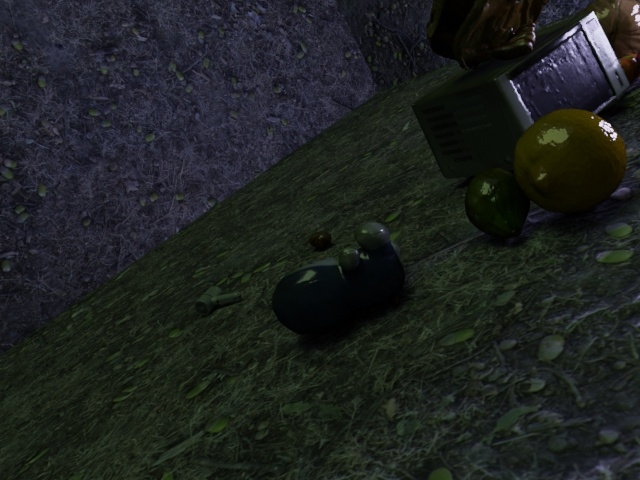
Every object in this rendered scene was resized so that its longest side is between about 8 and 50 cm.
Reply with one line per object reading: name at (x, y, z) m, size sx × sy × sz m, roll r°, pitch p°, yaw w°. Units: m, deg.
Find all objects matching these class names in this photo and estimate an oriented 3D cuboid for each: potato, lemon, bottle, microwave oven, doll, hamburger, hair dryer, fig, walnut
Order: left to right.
hair dryer at (-0.261, 0.152, 1.619) m, size 0.137 × 0.047 × 0.082 m, roll -13°, pitch 21°, yaw 29°
potato at (0.000, 0.000, 1.645) m, size 0.051 × 0.040 × 0.083 m, roll -10°, pitch 2°, yaw -24°
doll at (0.033, 0.082, 1.154) m, size 0.258 × 0.154 × 0.228 m, roll -19°, pitch -16°, yaw 8°
hamburger at (0.376, -0.527, 1.388) m, size 0.285 × 0.265 × 0.134 m, roll -20°, pitch 54°, yaw -31°
fig at (0.338, -0.063, 1.141) m, size 0.123 × 0.123 × 0.156 m, roll -27°, pitch 25°, yaw 5°
microwave oven at (0.490, -0.335, 1.481) m, size 0.394 × 0.247 × 0.333 m, roll -37°, pitch 16°, yaw -26°
lemon at (0.442, -0.141, 1.083) m, size 0.187 × 0.186 × 0.244 m, roll -11°, pitch 22°, yaw 47°
walnut at (0.841, -0.601, 1.779) m, size 0.225 × 0.225 × 0.261 m, roll -21°, pitch 5°, yaw 26°
bottle at (0.773, -0.430, 1.563) m, size 0.069 × 0.069 × 0.187 m, roll -11°, pitch 14°, yaw 47°

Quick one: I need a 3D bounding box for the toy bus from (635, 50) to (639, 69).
toy bus at (0.896, -0.452, 1.440) m, size 0.112 × 0.090 × 0.274 m, roll -40°, pitch 19°, yaw -14°

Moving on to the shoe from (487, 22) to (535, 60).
shoe at (0.421, -0.431, 1.326) m, size 0.109 × 0.072 × 0.069 m, roll -174°, pitch 104°, yaw -74°
